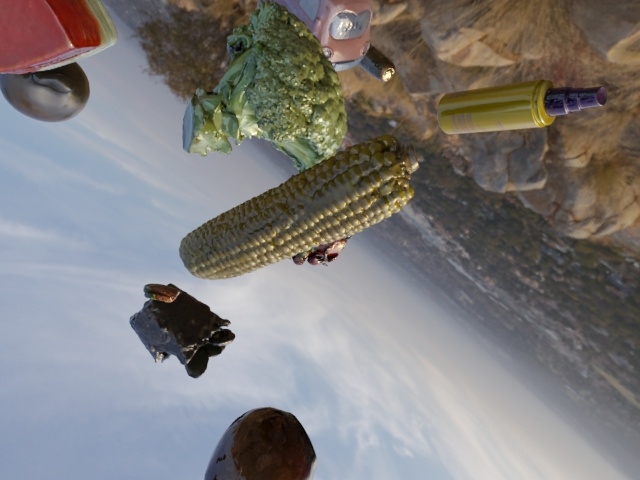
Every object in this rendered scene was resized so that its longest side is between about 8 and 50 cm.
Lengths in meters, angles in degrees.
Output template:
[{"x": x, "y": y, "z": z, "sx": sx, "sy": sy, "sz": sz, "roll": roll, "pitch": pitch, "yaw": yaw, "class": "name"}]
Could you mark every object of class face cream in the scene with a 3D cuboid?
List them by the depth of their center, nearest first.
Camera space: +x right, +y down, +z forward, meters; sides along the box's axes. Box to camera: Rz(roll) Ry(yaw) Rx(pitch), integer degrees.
[{"x": 0.333, "y": -0.229, "z": 0.823, "sx": 0.273, "sy": 0.078, "sz": 0.078, "roll": 8, "pitch": 154, "yaw": 49, "class": "face cream"}]

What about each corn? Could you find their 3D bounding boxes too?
[{"x": -0.032, "y": -0.028, "z": 0.570, "sx": 0.097, "sy": 0.320, "sz": 0.097, "roll": 51, "pitch": -153, "yaw": -38, "class": "corn"}]

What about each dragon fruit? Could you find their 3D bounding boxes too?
[{"x": 0.000, "y": 0.000, "z": 1.168, "sx": 0.138, "sy": 0.175, "sz": 0.142, "roll": -2, "pitch": 114, "yaw": 64, "class": "dragon fruit"}]

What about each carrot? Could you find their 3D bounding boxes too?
[{"x": 0.109, "y": -0.530, "z": 1.359, "sx": 0.070, "sy": 0.070, "sz": 0.342, "roll": 41, "pitch": -169, "yaw": -43, "class": "carrot"}]

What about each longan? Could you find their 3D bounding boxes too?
[{"x": -0.355, "y": -0.202, "z": 0.625, "sx": 0.119, "sy": 0.106, "sz": 0.106, "roll": 18, "pitch": 162, "yaw": 48, "class": "longan"}]

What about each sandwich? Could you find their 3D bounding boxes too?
[{"x": -0.339, "y": 0.112, "z": 1.026, "sx": 0.069, "sy": 0.026, "sz": 0.101, "roll": 19, "pitch": 180, "yaw": -6, "class": "sandwich"}]

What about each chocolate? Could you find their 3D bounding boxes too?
[{"x": -0.095, "y": 0.338, "z": 0.715, "sx": 0.177, "sy": 0.176, "sz": 0.177, "roll": 42, "pitch": -179, "yaw": -1, "class": "chocolate"}]

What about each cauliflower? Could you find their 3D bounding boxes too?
[{"x": -0.097, "y": -0.207, "z": 0.725, "sx": 0.275, "sy": 0.250, "sz": 0.272, "roll": 89, "pitch": 157, "yaw": -65, "class": "cauliflower"}]

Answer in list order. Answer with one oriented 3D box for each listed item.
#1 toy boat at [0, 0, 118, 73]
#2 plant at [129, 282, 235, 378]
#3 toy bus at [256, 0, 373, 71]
[{"x": -0.339, "y": -0.226, "z": 0.386, "sx": 0.332, "sy": 0.145, "sz": 0.133, "roll": 16, "pitch": -150, "yaw": -23, "class": "toy boat"}, {"x": -0.412, "y": 0.271, "z": 1.432, "sx": 0.276, "sy": 0.188, "sz": 0.199, "roll": 44, "pitch": -137, "yaw": -9, "class": "plant"}, {"x": 0.001, "y": -0.549, "z": 1.108, "sx": 0.294, "sy": 0.197, "sz": 0.232, "roll": 59, "pitch": 147, "yaw": 17, "class": "toy bus"}]
